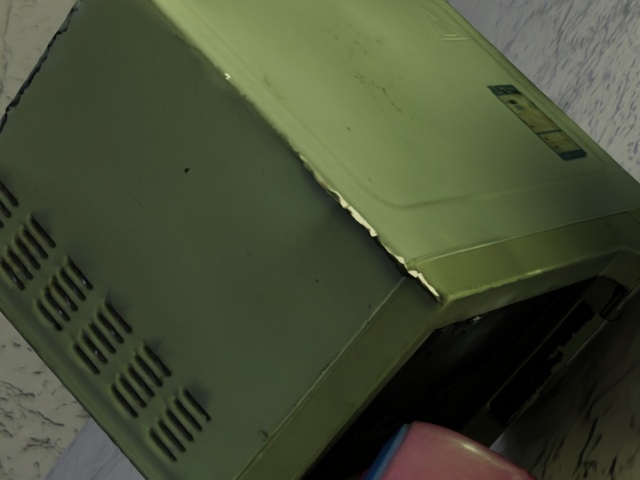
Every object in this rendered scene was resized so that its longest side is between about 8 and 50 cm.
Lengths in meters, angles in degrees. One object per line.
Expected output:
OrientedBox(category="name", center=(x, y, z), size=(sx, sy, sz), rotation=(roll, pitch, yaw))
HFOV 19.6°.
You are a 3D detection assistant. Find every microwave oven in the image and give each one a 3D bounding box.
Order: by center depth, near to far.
OrientedBox(category="microwave oven", center=(0.000, 0.000, 1.071), size=(0.218, 0.286, 0.355), rotation=(-53, -18, 24))

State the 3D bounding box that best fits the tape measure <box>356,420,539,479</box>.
OrientedBox(category="tape measure", center=(0.033, 0.215, 0.885), size=(0.245, 0.149, 0.231), rotation=(-59, -6, 30))
